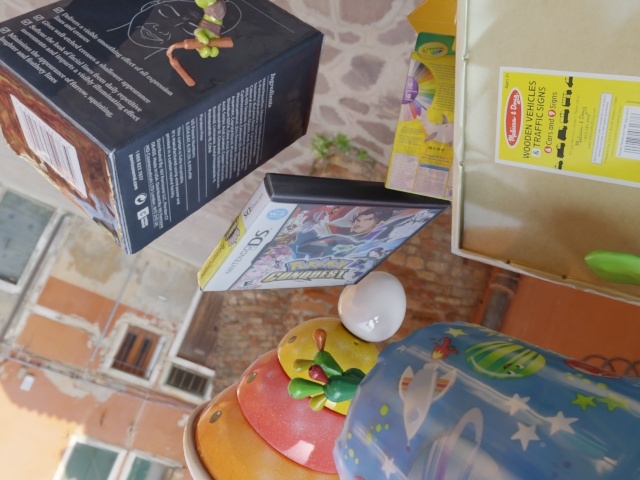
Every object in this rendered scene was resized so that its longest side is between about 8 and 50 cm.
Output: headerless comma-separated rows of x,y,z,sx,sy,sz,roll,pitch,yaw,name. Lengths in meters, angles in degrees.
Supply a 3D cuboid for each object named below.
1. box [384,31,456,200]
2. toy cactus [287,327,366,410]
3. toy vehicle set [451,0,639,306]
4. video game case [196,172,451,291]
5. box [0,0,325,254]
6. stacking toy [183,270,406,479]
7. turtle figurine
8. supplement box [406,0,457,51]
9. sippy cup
0.142,-0.138,0.644,0.105,0.179,0.043,14,-170,16,box
0.068,0.194,0.808,0.218,0.112,0.180,14,172,-36,toy cactus
0.179,-0.086,0.405,0.165,0.035,0.267,18,130,33,toy vehicle set
0.000,0.000,0.780,0.274,0.035,0.248,1,150,-33,video game case
-0.238,-0.227,0.865,0.293,0.395,0.212,38,146,18,box
0.002,0.259,1.041,0.350,0.480,0.351,30,-170,-6,stacking toy
-0.093,-0.285,0.585,0.217,0.087,0.270,-6,143,1,turtle figurine
0.291,-0.390,1.056,0.129,0.194,0.191,-33,96,37,supplement box
0.135,0.168,0.369,0.224,0.305,0.240,29,145,49,sippy cup
